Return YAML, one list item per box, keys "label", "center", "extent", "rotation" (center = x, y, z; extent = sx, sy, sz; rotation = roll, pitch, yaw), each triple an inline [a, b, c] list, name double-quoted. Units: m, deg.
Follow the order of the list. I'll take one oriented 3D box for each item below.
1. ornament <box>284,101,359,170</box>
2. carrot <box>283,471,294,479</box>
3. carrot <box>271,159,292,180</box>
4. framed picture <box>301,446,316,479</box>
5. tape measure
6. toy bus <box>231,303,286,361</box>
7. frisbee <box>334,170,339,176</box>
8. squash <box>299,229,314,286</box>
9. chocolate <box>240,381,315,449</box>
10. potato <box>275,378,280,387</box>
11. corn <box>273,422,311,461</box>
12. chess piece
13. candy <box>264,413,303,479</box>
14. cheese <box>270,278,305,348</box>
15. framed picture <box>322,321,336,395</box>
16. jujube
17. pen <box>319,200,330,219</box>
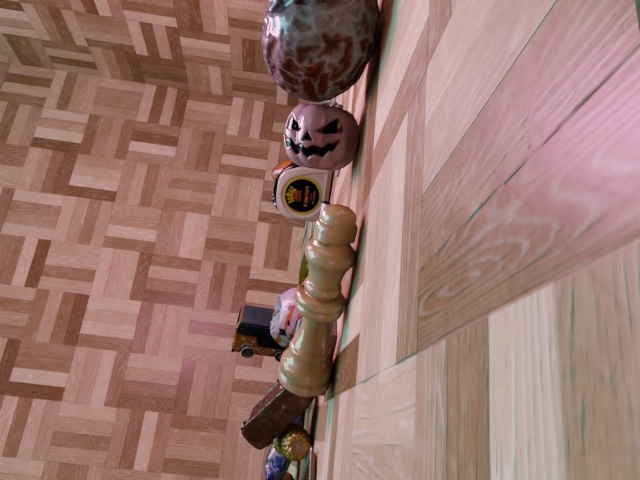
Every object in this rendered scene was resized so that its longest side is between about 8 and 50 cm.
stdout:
- label: "ornament"
  center: [0.003, -0.244, 1.213]
  extent: [0.177, 0.177, 0.178]
  rotation: [-172, 90, -86]
- label: "carrot"
  center: [-0.126, 0.813, 1.644]
  extent: [0.193, 0.087, 0.087]
  rotation: [-96, 14, -65]
- label: "carrot"
  center: [-0.074, -0.259, 2.038]
  extent: [0.159, 0.225, 0.159]
  rotation: [5, -90, -90]
- label: "framed picture"
  center: [-0.039, 0.649, 1.205]
  extent: [0.232, 0.019, 0.296]
  rotation: [-88, 7, -50]
- label: "tape measure"
  center: [-0.062, -0.193, 1.841]
  extent: [0.115, 0.207, 0.235]
  rotation: [-86, 3, -72]
- label: "toy bus"
  center: [-0.181, 0.346, 1.985]
  extent: [0.138, 0.275, 0.167]
  rotation: [-90, 12, -62]
- label: "frisbee"
  center: [0.054, -0.248, 1.612]
  extent: [0.110, 0.014, 0.110]
  rotation: [-173, 90, -86]
- label: "squash"
  center: [-0.025, 0.085, 1.723]
  extent: [0.071, 0.080, 0.318]
  rotation: [44, 140, 35]
- label: "chocolate"
  center: [-0.098, 0.427, 1.367]
  extent: [0.214, 0.093, 0.148]
  rotation: [-43, 2, 13]
- label: "potato"
  center: [-0.069, 0.373, 1.599]
  extent: [0.243, 0.098, 0.138]
  rotation: [-74, -3, -73]
- label: "corn"
  center: [-0.073, 0.531, 1.401]
  extent: [0.260, 0.091, 0.091]
  rotation: [126, 135, -72]
- label: "chess piece"
  center: [-0.001, 0.116, 1.047]
  extent: [0.117, 0.117, 0.397]
  rotation: [-92, 12, -67]
- label: "candy"
  center: [-0.109, 0.636, 1.646]
  extent: [0.187, 0.077, 0.331]
  rotation: [100, -168, -53]
- label: "cheese"
  center: [-0.059, 0.218, 1.470]
  extent: [0.329, 0.129, 0.217]
  rotation: [-166, 91, -81]
- label: "framed picture"
  center: [0.015, 0.216, 1.272]
  extent: [0.250, 0.016, 0.184]
  rotation: [-91, 10, -61]
- label: "jujube"
  center: [0.000, -0.418, 1.102]
  extent: [0.308, 0.246, 0.215]
  rotation: [79, 167, -77]
- label: "pen"
  center: [-0.001, 0.000, 1.788]
  extent: [0.033, 0.033, 0.269]
  rotation: [-95, 14, -73]
